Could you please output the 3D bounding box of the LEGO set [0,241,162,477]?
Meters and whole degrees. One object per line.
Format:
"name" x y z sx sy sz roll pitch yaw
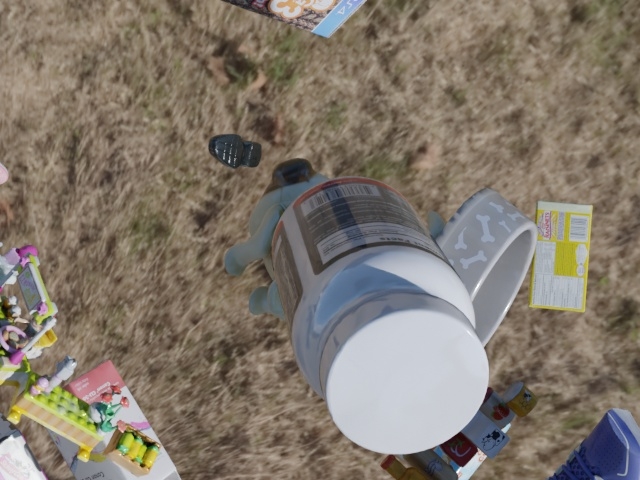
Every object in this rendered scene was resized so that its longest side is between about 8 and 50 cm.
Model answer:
"LEGO set" -0.255 0.112 0.943 0.287 0.107 0.132 51 22 8

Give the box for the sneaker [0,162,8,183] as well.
"sneaker" -0.563 -0.108 1.546 0.051 0.134 0.070 -26 58 14

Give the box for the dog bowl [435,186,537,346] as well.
"dog bowl" 0.268 0.082 1.691 0.102 0.349 0.349 30 61 24

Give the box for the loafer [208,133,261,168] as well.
"loafer" -0.166 -0.161 1.705 0.061 0.170 0.062 12 90 19

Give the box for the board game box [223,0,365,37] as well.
"board game box" -0.081 -0.391 1.041 0.291 0.141 0.232 11 58 -36

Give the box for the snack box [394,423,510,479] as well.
"snack box" 0.200 0.354 1.914 0.187 0.322 0.060 -48 136 -13

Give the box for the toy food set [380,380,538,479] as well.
"toy food set" 0.195 0.275 1.367 0.104 0.111 0.232 43 86 2

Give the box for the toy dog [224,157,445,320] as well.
"toy dog" 0.000 0.000 1.826 0.395 0.408 0.284 -42 127 0

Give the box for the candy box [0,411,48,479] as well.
"candy box" -0.461 0.329 1.384 0.071 0.233 0.159 -32 110 -26

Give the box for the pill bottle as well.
"pill bottle" 0.061 0.076 1.119 0.210 0.363 0.210 -3 114 -8

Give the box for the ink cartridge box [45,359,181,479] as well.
"ink cartridge box" -0.254 0.257 1.154 0.067 0.115 0.198 -32 90 -44

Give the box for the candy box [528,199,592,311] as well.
"candy box" 0.455 0.030 1.803 0.105 0.027 0.206 5 83 9

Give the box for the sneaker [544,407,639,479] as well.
"sneaker" 0.354 0.397 1.396 0.182 0.316 0.127 6 31 -16
